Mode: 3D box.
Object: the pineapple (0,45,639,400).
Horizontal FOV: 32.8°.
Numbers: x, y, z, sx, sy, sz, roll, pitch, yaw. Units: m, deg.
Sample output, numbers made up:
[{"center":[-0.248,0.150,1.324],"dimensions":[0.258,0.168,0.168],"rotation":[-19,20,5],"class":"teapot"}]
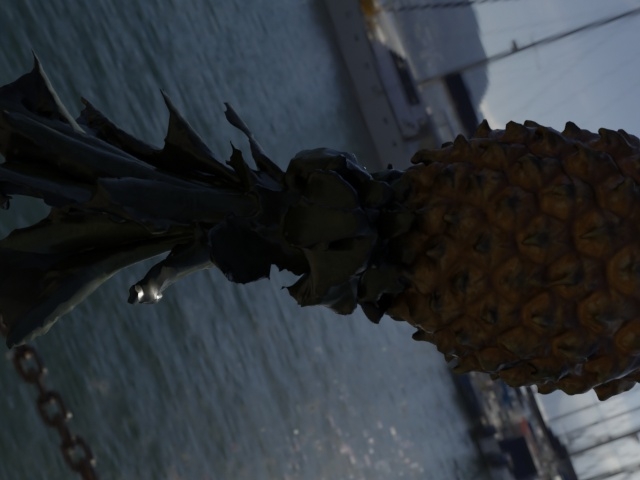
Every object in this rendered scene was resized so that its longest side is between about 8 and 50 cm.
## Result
[{"center":[0.000,0.000,0.443],"dimensions":[0.119,0.277,0.130],"rotation":[91,8,-63],"class":"pineapple"}]
